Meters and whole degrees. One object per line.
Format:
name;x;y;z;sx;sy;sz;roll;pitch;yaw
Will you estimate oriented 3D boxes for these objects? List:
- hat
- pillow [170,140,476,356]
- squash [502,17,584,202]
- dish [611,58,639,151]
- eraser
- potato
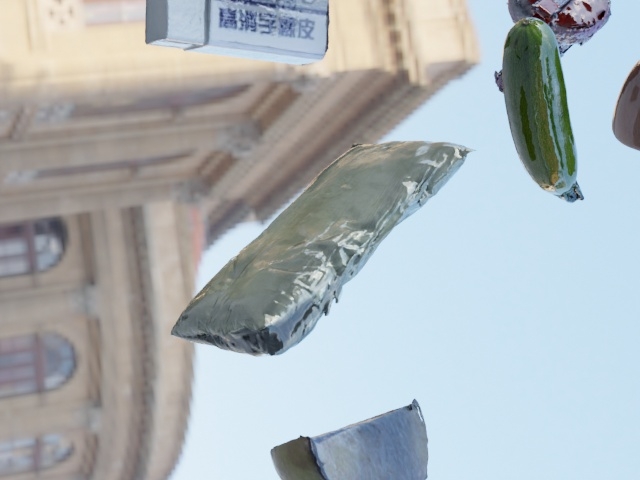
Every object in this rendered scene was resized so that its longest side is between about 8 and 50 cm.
hat;0.265;-0.244;1.886;0.227;0.128;0.140;115;-4;-54
pillow;0.000;0.000;1.117;0.148;0.229;0.050;6;-48;52
squash;0.230;-0.128;1.616;0.066;0.066;0.252;57;-11;48
dish;0.429;-0.170;1.705;0.213;0.213;0.090;-128;-158;-53
eraser;-0.094;-0.272;1.741;0.068;0.210;0.125;-1;-92;56
potato;0.024;0.252;1.634;0.100;0.261;0.120;-19;-97;27
